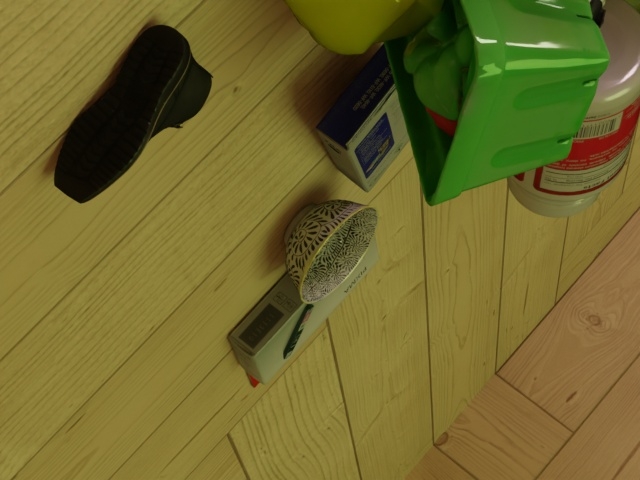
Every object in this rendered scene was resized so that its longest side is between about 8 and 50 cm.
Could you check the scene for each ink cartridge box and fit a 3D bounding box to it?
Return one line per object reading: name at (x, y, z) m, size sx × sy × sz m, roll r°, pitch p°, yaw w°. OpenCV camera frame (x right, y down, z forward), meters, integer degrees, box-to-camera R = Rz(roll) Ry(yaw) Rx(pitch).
ink cartridge box at (-0.015, 0.109, 2.177) m, size 0.275 × 0.060 × 0.239 m, roll -47°, pitch 157°, yaw -15°
ink cartridge box at (0.076, -0.170, 1.841) m, size 0.165 × 0.065 × 0.333 m, roll -51°, pitch 171°, yaw -3°

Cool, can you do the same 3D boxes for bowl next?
bowl at (0.000, 0.000, 2.001) m, size 0.170 × 0.080 × 0.170 m, roll -44°, pitch 157°, yaw -24°

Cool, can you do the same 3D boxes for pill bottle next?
pill bottle at (0.406, -0.210, 2.316) m, size 0.229 × 0.229 × 0.408 m, roll -45°, pitch 159°, yaw -19°

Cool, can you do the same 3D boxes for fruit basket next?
fruit basket at (0.091, -0.253, 1.518) m, size 0.392 × 0.392 × 0.283 m, roll -39°, pitch 158°, yaw -32°

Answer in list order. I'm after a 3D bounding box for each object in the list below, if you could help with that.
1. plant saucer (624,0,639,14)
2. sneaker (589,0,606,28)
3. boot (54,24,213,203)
plant saucer at (0.502, -0.441, 2.261) m, size 0.241 × 0.037 × 0.241 m, roll -6°, pitch 139°, yaw -5°
sneaker at (0.360, -0.343, 2.096) m, size 0.330 × 0.122 × 0.146 m, roll -35°, pitch 122°, yaw -22°
boot at (-0.181, -0.114, 1.451) m, size 0.198 × 0.077 × 0.137 m, roll -52°, pitch 165°, yaw 1°
